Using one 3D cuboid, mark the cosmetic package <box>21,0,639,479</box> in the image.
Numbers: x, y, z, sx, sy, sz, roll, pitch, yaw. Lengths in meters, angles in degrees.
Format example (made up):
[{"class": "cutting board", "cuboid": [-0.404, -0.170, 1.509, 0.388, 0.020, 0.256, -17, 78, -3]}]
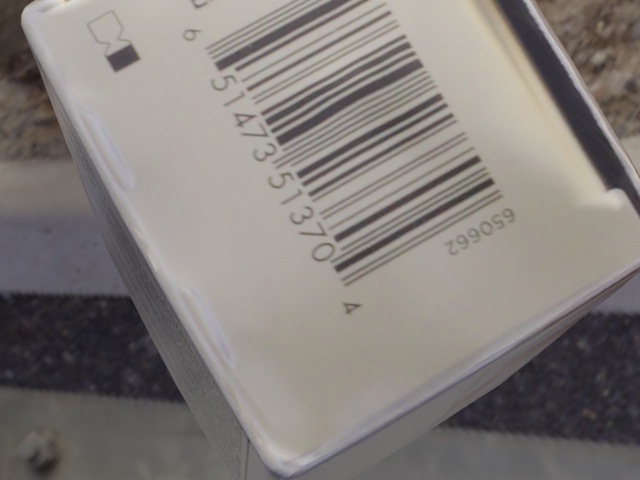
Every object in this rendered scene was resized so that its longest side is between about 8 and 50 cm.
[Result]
[{"class": "cosmetic package", "cuboid": [0.000, 0.000, 0.584, 0.153, 0.129, 0.296, 59, 171, 8]}]
